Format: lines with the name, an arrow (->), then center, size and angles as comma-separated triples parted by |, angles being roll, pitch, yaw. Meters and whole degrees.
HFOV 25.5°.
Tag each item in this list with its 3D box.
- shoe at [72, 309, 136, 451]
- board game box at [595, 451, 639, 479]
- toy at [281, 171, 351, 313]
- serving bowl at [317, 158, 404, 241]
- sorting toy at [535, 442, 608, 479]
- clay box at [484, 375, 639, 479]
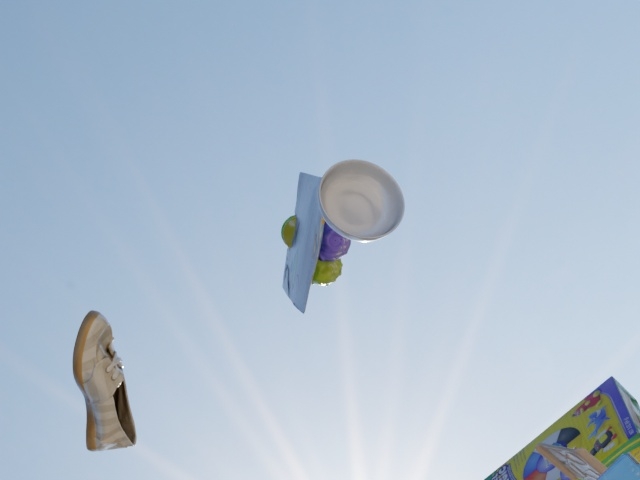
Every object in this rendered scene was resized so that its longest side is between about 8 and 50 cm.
shoe -> -0.258, 0.174, 1.720 | 0.076, 0.058, 0.219 | -70, -14, -49
board game box -> 0.224, 0.374, 1.046 | 0.308, 0.302, 0.086 | -42, -16, -8
toy -> 0.000, 0.000, 1.517 | 0.056, 0.237, 0.136 | 9, -87, -11
serving bowl -> 0.035, -0.033, 1.305 | 0.083, 0.083, 0.027 | -41, -9, -31
sorting toy -> 0.238, 0.204, 1.256 | 0.083, 0.062, 0.012 | 40, -113, -22
clay box -> 0.260, 0.259, 1.536 | 0.222, 0.127, 0.053 | -41, -72, 14
